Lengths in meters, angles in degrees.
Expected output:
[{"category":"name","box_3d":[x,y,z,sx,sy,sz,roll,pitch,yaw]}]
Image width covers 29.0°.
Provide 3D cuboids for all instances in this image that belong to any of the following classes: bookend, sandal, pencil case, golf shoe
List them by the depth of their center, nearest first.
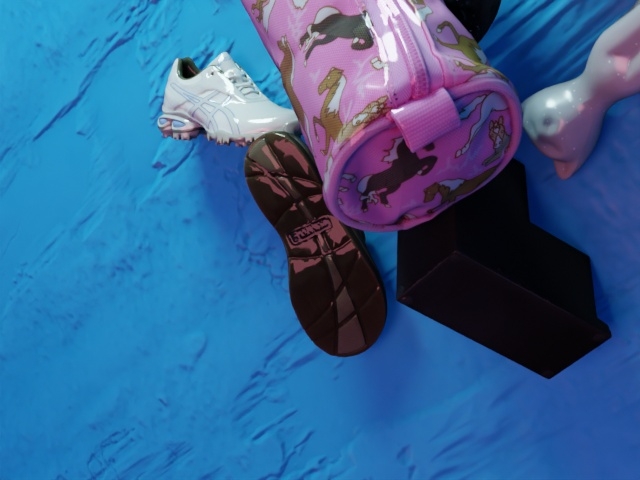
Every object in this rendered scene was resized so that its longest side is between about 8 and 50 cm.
[{"category":"pencil case","box_3d":[0.012,-0.190,0.927,0.160,0.167,0.386,-40,58,26]},{"category":"bookend","box_3d":[0.143,0.003,0.984,0.072,0.156,0.157,-43,30,38]},{"category":"sandal","box_3d":[0.000,0.000,1.115,0.090,0.060,0.219,-23,100,25]},{"category":"golf shoe","box_3d":[-0.084,-0.132,1.152,0.176,0.069,0.086,11,103,36]}]

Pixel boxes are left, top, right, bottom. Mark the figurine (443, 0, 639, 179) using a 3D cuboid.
[{"category":"figurine","box_3d":[0.183,-0.169,0.912,0.215,0.092,0.209,56,137,8]}]
